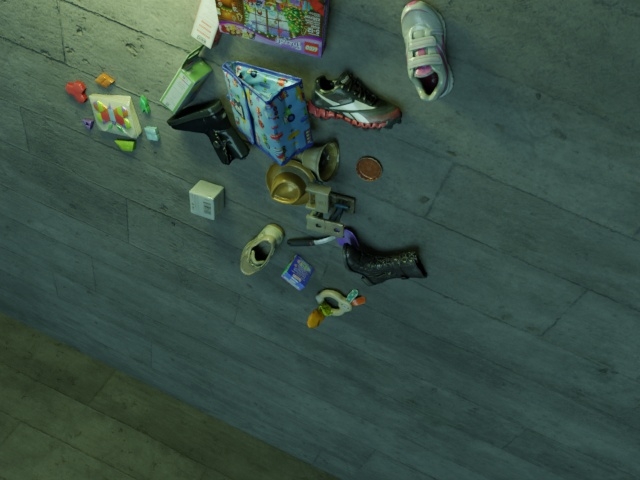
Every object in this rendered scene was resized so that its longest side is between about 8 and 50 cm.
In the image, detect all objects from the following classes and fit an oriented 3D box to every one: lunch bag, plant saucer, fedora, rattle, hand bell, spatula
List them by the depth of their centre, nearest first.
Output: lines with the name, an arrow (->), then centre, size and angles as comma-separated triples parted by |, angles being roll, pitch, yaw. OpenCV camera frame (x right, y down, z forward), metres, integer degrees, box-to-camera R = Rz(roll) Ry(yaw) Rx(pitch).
lunch bag -> -0.177, -0.391, 1.458 | 0.293, 0.138, 0.221 | 35, 152, 34
plant saucer -> 0.150, -0.222, 1.538 | 0.083, 0.013, 0.083 | 14, 132, 16
hand bell -> -0.075, -0.270, 1.561 | 0.242, 0.126, 0.126 | 18, 134, 27
fedora -> -0.107, -0.176, 1.653 | 0.194, 0.079, 0.194 | 14, 132, 16
spatula -> 0.000, 0.000, 1.784 | 0.296, 0.030, 0.084 | -5, 128, 30
rattle -> 0.058, 0.264, 1.911 | 0.199, 0.143, 0.130 | 0, 109, 33

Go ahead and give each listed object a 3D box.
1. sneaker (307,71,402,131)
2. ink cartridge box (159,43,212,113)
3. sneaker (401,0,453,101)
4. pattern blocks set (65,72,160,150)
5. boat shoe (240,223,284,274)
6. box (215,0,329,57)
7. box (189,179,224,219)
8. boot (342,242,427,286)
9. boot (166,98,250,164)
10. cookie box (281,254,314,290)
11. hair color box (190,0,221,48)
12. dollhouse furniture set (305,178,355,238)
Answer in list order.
sneaker -> 0.093, -0.386, 1.367 | 0.276, 0.098, 0.135 | 16, 135, 14
ink cartridge box -> -0.396, -0.488, 1.506 | 0.062, 0.109, 0.209 | 42, 132, -12
sneaker -> 0.262, -0.455, 1.220 | 0.103, 0.111, 0.252 | -10, 123, 31
pattern blocks set -> -0.731, -0.445, 1.759 | 0.324, 0.026, 0.285 | 2, 128, 23
boat shoe -> -0.242, 0.055, 1.898 | 0.109, 0.098, 0.302 | 37, 133, -8
box -> -0.124, -0.591, 1.261 | 0.293, 0.057, 0.201 | 16, 155, 5
box -> -0.414, -0.149, 1.816 | 0.102, 0.087, 0.101 | 18, 133, 11
boot -> 0.221, 0.068, 1.688 | 0.229, 0.091, 0.263 | -13, 143, 32
boot -> -0.367, -0.339, 1.627 | 0.246, 0.094, 0.207 | -3, 130, 34
cookie box -> -0.084, 0.120, 1.872 | 0.092, 0.107, 0.040 | 40, 133, -10
hair color box -> -0.308, -0.623, 1.396 | 0.072, 0.043, 0.141 | 34, 133, -4
dollhouse furniture set -> 0.035, -0.123, 1.576 | 0.129, 0.129, 0.184 | 15, 141, 12
